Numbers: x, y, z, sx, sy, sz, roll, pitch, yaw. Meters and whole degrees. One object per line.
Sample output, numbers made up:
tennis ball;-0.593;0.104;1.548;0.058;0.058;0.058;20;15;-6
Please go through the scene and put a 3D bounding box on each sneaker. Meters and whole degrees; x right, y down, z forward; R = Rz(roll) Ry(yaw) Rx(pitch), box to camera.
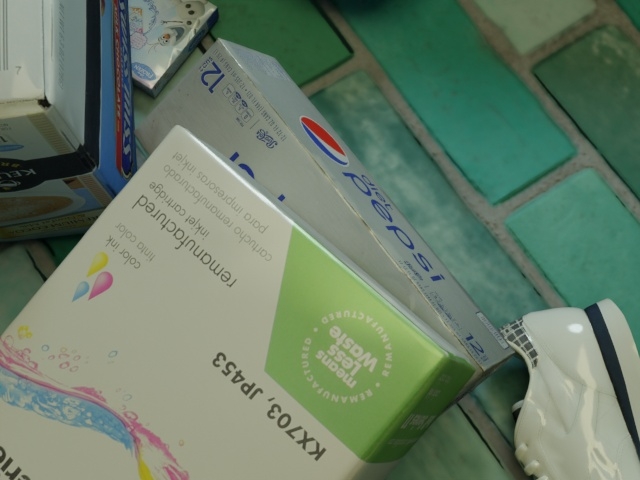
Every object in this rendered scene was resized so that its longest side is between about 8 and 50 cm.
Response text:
sneaker;0.182;0.159;0.638;0.095;0.090;0.235;-13;67;7

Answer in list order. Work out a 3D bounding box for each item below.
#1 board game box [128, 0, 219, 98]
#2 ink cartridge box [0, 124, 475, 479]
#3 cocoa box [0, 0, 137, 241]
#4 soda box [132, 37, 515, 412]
board game box;-0.144;-0.174;0.766;0.090;0.020;0.090;33;74;9
ink cartridge box;-0.105;0.139;0.549;0.207;0.119;0.353;40;92;18
cocoa box;-0.314;-0.126;0.626;0.347;0.228;0.231;-6;73;0
soda box;0.000;0.000;0.657;0.098;0.091;0.286;-44;75;19
